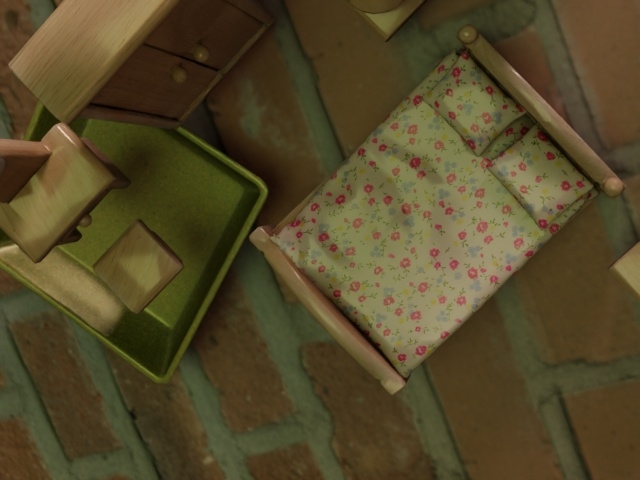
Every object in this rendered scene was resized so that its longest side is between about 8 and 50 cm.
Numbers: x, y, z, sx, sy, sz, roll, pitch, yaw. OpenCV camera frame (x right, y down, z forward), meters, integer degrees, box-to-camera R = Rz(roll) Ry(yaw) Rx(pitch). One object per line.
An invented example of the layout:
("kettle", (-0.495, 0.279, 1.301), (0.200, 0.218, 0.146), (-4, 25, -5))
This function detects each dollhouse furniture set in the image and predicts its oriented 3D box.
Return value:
("dollhouse furniture set", (0.000, 0.000, 0.579), (0.303, 0.174, 0.355), (-45, 85, 11))

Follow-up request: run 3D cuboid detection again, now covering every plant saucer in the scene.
("plant saucer", (-0.143, -0.019, 0.745), (0.188, 0.045, 0.188), (34, 114, 10))
